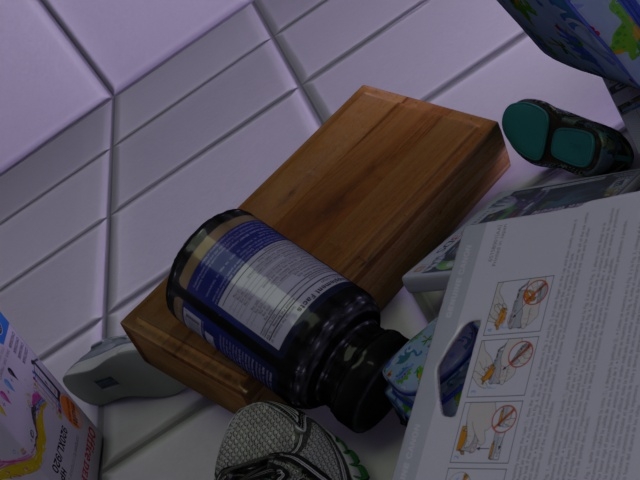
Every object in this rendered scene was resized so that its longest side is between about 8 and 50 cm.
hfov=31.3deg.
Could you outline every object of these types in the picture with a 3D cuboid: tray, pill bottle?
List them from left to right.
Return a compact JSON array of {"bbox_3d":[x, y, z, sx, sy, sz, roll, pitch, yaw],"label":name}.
[{"bbox_3d":[-0.025,0.074,1.031,0.219,0.123,0.123,34,66,24],"label":"pill bottle"},{"bbox_3d":[0.000,0.000,1.229,0.203,0.076,0.411,22,59,41],"label":"tray"}]

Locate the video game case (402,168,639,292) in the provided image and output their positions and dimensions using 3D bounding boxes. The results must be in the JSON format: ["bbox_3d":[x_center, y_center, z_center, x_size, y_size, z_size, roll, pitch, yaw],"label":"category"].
[{"bbox_3d":[0.193,-0.009,1.075,0.173,0.022,0.190,-39,18,-34],"label":"video game case"}]

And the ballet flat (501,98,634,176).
[{"bbox_3d":[0.255,-0.102,1.177,0.070,0.070,0.188,-37,28,-4],"label":"ballet flat"}]

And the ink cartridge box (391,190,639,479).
[{"bbox_3d":[0.176,0.098,0.808,0.239,0.060,0.275,-12,50,48],"label":"ink cartridge box"}]

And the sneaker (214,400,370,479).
[{"bbox_3d":[-0.039,0.217,0.858,0.134,0.146,0.343,-32,23,9],"label":"sneaker"}]

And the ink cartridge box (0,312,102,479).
[{"bbox_3d":[-0.366,0.211,1.205,0.168,0.232,0.171,-30,23,8],"label":"ink cartridge box"}]

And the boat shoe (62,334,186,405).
[{"bbox_3d":[-0.216,0.135,1.338,0.227,0.079,0.081,-17,34,44],"label":"boat shoe"}]

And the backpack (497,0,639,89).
[{"bbox_3d":[0.259,-0.275,1.029,0.273,0.290,0.355,-50,32,-12],"label":"backpack"}]

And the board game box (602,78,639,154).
[{"bbox_3d":[0.384,-0.136,1.015,0.224,0.097,0.303,-29,23,18],"label":"board game box"}]

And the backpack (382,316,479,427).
[{"bbox_3d":[0.109,0.119,0.919,0.105,0.084,0.114,-41,27,-3],"label":"backpack"}]
